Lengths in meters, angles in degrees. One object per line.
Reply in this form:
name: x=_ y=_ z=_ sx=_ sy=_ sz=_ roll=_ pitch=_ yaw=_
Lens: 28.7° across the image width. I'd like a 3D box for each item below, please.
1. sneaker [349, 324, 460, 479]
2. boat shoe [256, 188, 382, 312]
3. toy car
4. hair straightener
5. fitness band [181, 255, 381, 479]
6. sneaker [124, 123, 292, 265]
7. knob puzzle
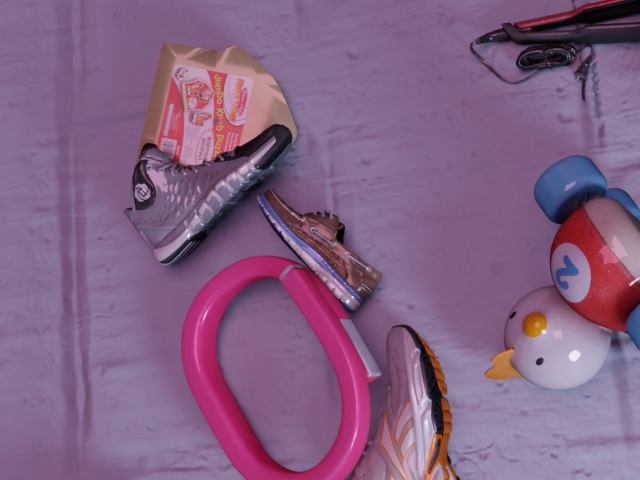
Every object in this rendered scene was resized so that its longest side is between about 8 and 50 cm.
sneaker: x=0.082 y=0.223 z=1.373 sx=0.121 sy=0.099 sz=0.262 roll=-13 pitch=70 yaw=17
boat shoe: x=0.000 y=0.000 z=1.481 sx=0.066 sy=0.066 sz=0.183 roll=-42 pitch=77 yaw=-3
toy car: x=0.263 y=0.079 z=1.313 sx=0.238 sy=0.210 sz=0.219 roll=-40 pitch=56 yaw=16
hair straightener: x=0.289 y=-0.231 z=1.464 sx=0.230 sy=0.047 sz=0.089 roll=-6 pitch=73 yaw=15
fitness band: x=-0.050 y=0.151 z=1.420 sx=0.209 sy=0.054 sz=0.291 roll=-44 pitch=61 yaw=20
sneaker: x=-0.151 y=-0.088 z=1.514 sx=0.228 sy=0.086 sz=0.132 roll=-44 pitch=82 yaw=7
knob puzzle: x=-0.121 y=-0.148 z=1.571 sx=0.213 sy=0.030 sz=0.213 roll=-1 pitch=86 yaw=9
